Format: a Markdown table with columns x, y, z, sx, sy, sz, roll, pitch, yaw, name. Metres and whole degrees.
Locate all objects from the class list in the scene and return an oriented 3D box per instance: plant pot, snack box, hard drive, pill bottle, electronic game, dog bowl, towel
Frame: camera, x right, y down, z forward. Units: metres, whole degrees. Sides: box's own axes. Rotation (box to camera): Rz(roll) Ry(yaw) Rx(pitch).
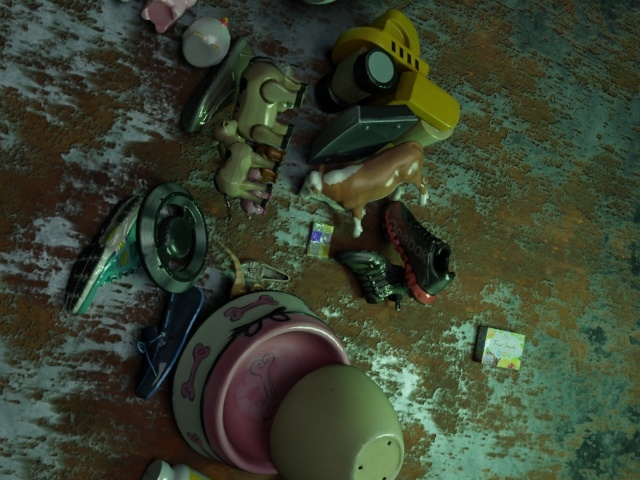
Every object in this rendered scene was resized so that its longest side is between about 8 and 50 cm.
| x | y | z | sx | sy | sz | roll | pitch | yaw | name |
| --- | --- | --- | --- | --- | --- | --- | --- | --- | --- |
| 0.064 | 0.424 | 1.552 | 0.284 | 0.191 | 0.284 | -11 | 109 | -34 | plant pot |
| 0.496 | 0.298 | 2.057 | 0.141 | 0.037 | 0.100 | 13 | 84 | -29 | snack box |
| 0.087 | -0.240 | 1.692 | 0.172 | 0.254 | 0.054 | -7 | 78 | -28 | hard drive |
| -0.288 | 0.541 | 1.591 | 0.184 | 0.103 | 0.103 | 37 | 74 | -25 | pill bottle |
| -0.303 | -0.006 | 1.537 | 0.229 | 0.048 | 0.229 | -5 | 90 | -65 | electronic game |
| -0.108 | 0.321 | 1.615 | 0.408 | 0.150 | 0.408 | -10 | 107 | -34 | dog bowl |
| 0.000 | 0.000 | 1.784 | 0.060 | 0.009 | 0.083 | 14 | 85 | -28 | towel |

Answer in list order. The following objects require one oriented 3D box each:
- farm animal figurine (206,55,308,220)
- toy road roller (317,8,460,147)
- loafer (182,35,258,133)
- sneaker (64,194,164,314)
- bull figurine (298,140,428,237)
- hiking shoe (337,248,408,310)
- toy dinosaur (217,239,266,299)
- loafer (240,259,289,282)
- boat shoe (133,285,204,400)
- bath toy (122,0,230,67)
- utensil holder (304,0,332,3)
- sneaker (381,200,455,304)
| x | y | z | sx | sy | sz | roll | pitch | yaw | name |
| --- | --- | --- | --- | --- | --- | --- | --- | --- | --- |
| -0.148 | -0.225 | 1.539 | 0.172 | 0.330 | 0.327 | 19 | 100 | -4 | farm animal figurine |
| 0.177 | -0.387 | 1.766 | 0.329 | 0.202 | 0.241 | 30 | 66 | -26 | toy road roller |
| -0.207 | -0.324 | 1.606 | 0.087 | 0.094 | 0.251 | 39 | 74 | -28 | loafer |
| -0.412 | 0.039 | 1.506 | 0.110 | 0.107 | 0.275 | 44 | 71 | -33 | sneaker |
| 0.109 | -0.125 | 1.753 | 0.310 | 0.101 | 0.188 | -22 | 132 | 1 | bull figurine |
| 0.131 | 0.095 | 1.817 | 0.226 | 0.086 | 0.114 | 24 | 77 | -29 | hiking shoe |
| -0.177 | 0.109 | 1.646 | 0.112 | 0.064 | 0.212 | 2 | 98 | -36 | toy dinosaur |
| -0.128 | 0.071 | 1.697 | 0.125 | 0.039 | 0.045 | 14 | 87 | -29 | loafer |
| -0.338 | 0.205 | 1.565 | 0.089 | 0.109 | 0.258 | 31 | 60 | -18 | boat shoe |
| -0.313 | -0.515 | 1.529 | 0.348 | 0.151 | 0.129 | 45 | 36 | -23 | bath toy |
| 0.131 | -0.709 | 1.655 | 0.385 | 0.327 | 0.328 | -16 | 100 | -30 | utensil holder |
| 0.243 | 0.010 | 1.802 | 0.097 | 0.135 | 0.276 | 8 | 55 | -49 | sneaker |
